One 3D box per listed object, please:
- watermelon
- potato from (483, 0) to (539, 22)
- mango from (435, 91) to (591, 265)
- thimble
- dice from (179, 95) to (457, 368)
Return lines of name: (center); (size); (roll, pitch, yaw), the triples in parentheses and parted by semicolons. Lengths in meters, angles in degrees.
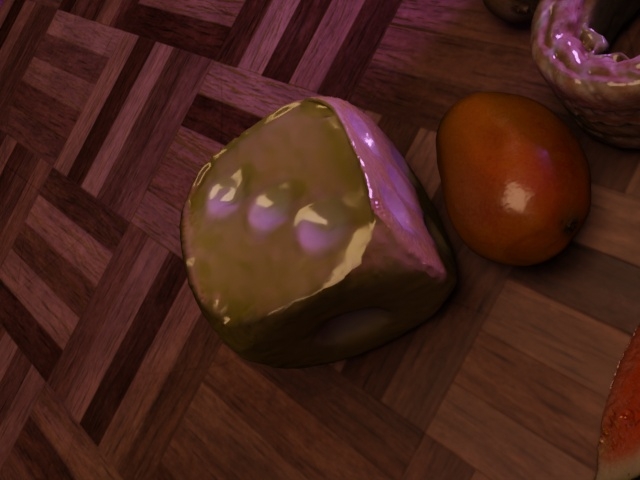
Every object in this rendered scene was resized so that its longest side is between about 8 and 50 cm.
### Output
watermelon: (0.323, 0.121, 0.522); (0.119, 0.063, 0.245); (10, 79, 68)
potato: (0.253, -0.353, 0.662); (0.137, 0.200, 0.155); (-14, 74, -19)
mango: (0.204, -0.077, 0.631); (0.151, 0.120, 0.221); (-24, 55, 27)
thimble: (0.330, -0.216, 0.578); (0.196, 0.148, 0.229); (12, 81, 39)
dice: (0.000, 0.000, 0.674); (0.238, 0.227, 0.233); (-30, 59, 21)
